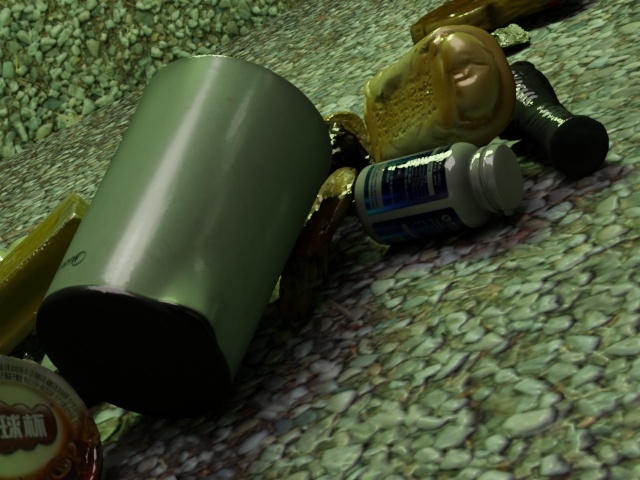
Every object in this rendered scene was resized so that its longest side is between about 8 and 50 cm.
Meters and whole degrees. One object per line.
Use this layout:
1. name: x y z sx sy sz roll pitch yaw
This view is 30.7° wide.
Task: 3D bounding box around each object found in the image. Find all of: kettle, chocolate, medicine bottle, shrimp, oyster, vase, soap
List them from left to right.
1. chocolate: -0.339 0.241 1.210 0.147 0.221 0.221 -47 3 39
2. soap: -0.444 0.074 1.720 0.315 0.091 0.199 -43 19 1
3. kettle: -0.190 0.015 1.380 0.361 0.250 0.376 -26 32 40
4. shrimp: 0.000 0.000 1.462 0.152 0.063 0.287 -53 10 29
5. chocolate: 0.011 -0.102 1.633 0.156 0.156 0.133 -30 11 -12
6. medicine bottle: 0.146 -0.060 1.434 0.192 0.107 0.107 -12 23 34
7. oyster: 0.340 -0.366 2.099 0.098 0.037 0.100 -24 16 -17
8. vase: 0.292 -0.152 1.516 0.116 0.115 0.237 -25 23 1

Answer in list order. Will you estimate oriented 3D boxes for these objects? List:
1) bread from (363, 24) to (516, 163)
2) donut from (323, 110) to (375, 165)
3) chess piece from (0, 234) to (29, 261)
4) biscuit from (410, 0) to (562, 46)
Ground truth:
1. bread: 0.161 -0.178 1.573 0.121 0.172 0.311 -6 -7 -23
2. donut: -0.053 -0.123 1.816 0.259 0.101 0.152 -19 4 -22
3. chess piece: -0.538 0.075 1.907 0.251 0.144 0.144 -28 18 -24
4. biscuit: 0.351 -0.462 2.274 0.359 0.074 0.381 -32 19 -22
